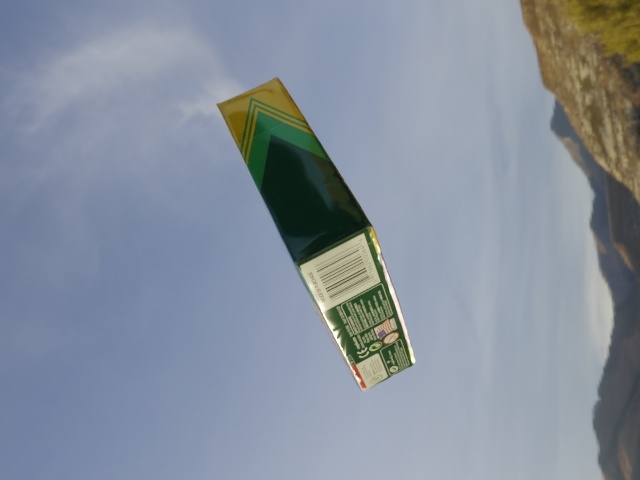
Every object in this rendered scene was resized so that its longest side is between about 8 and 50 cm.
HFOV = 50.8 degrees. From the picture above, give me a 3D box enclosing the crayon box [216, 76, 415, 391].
[{"bbox_3d":[0.000,0.000,0.968,0.313,0.106,0.362,60,176,39],"label":"crayon box"}]
